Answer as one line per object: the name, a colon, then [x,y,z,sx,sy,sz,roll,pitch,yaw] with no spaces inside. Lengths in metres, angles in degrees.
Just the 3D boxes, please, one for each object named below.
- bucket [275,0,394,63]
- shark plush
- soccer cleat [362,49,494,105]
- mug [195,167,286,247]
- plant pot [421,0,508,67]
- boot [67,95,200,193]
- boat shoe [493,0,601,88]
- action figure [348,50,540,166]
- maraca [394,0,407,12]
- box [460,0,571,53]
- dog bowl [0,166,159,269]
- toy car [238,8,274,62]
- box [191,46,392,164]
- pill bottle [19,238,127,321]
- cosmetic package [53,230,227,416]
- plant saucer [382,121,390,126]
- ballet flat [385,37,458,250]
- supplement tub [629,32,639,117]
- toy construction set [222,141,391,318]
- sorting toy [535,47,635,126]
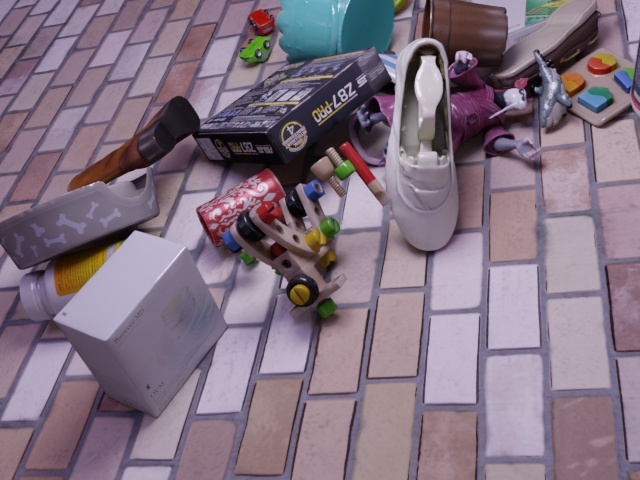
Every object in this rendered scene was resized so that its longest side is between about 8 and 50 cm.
bucket: [0.042,-0.534,2.067,0.183,0.281,0.281,20,55,31]
shark plush: [0.465,-0.315,1.745,0.067,0.161,0.073,-14,5,5]
soccer cleat: [0.236,-0.361,1.919,0.331,0.116,0.143,-3,56,14]
mug: [-0.161,-0.054,1.757,0.169,0.150,0.113,-27,73,-14]
plant pot: [0.302,-0.432,1.794,0.165,0.167,0.167,4,44,0]
boot: [-0.422,-0.204,1.948,0.280,0.096,0.264,-26,28,27]
boat shoe: [0.507,-0.418,1.873,0.324,0.097,0.116,-41,33,-24]
action figure: [0.281,-0.237,1.762,0.370,0.248,0.275,-20,-3,-18]
maraca: [0.176,-0.645,2.258,0.127,0.099,0.186,21,80,49]
box: [0.497,-0.590,2.095,0.232,0.059,0.322,-20,42,1]
dog bowl: [-0.492,-0.041,1.753,0.348,0.102,0.349,-23,4,2]
toy car: [-0.141,-0.544,2.305,0.239,0.053,0.225,14,52,33]
box: [-0.076,-0.295,1.886,0.318,0.097,0.395,-43,24,-21]
pill bottle: [-0.463,0.086,1.696,0.245,0.136,0.136,-14,42,7]
cosmetic package: [-0.309,0.146,1.505,0.138,0.225,0.224,13,52,33]
plant saucer: [0.178,-0.290,1.934,0.083,0.015,0.083,-12,42,11]
ballet flat: [0.189,-0.183,1.565,0.139,0.139,0.401,-2,86,20]
supplement tub: [0.690,-0.352,1.584,0.191,0.272,0.191,-6,51,7]
toy construction set: [0.000,0.000,1.577,0.308,0.257,0.237,-38,87,3]
sorting toy: [0.590,-0.335,1.799,0.193,0.038,0.208,-32,42,-13]
